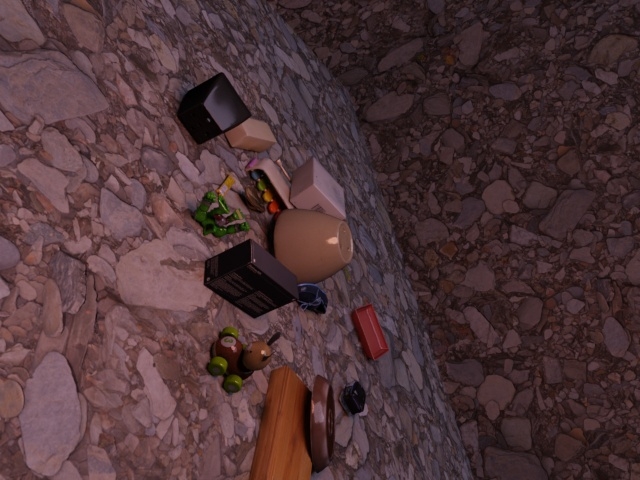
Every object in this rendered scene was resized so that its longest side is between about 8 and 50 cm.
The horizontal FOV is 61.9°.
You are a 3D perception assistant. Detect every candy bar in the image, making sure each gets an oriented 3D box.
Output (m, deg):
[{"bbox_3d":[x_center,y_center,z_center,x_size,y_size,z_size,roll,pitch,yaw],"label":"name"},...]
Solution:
[{"bbox_3d":[-0.347,-0.202,1.963,0.040,0.018,0.162,54,25,-20],"label":"candy bar"}]

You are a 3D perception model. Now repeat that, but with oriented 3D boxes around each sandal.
[{"bbox_3d":[-0.262,-0.152,2.082,0.180,0.048,0.072,52,27,-69],"label":"sandal"}]

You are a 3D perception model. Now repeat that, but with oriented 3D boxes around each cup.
[{"bbox_3d":[-0.007,0.019,2.134,0.331,0.236,0.332,-8,90,-66],"label":"cup"}]

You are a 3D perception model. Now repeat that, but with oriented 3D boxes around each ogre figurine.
[{"bbox_3d":[-0.332,-0.074,1.730,0.197,0.118,0.097,30,37,-59],"label":"ogre figurine"}]

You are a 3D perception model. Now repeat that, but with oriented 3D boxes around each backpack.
[{"bbox_3d":[0.128,0.627,2.141,0.105,0.084,0.114,59,26,-15],"label":"backpack"}]

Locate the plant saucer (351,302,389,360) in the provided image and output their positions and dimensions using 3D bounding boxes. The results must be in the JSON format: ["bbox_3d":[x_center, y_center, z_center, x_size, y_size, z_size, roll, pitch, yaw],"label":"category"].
[{"bbox_3d":[0.241,0.451,2.639,0.258,0.047,0.259,0,69,-67],"label":"plant saucer"}]

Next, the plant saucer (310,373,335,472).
[{"bbox_3d":[0.013,0.605,1.777,0.310,0.050,0.311,-3,90,-83],"label":"plant saucer"}]

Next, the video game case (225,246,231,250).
[{"bbox_3d":[-0.227,0.075,1.821,0.157,0.143,0.019,38,73,-51],"label":"video game case"}]

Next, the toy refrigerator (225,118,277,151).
[{"bbox_3d":[-0.297,-0.441,2.231,0.102,0.094,0.269,62,20,6],"label":"toy refrigerator"}]

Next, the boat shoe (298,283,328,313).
[{"bbox_3d":[-0.027,0.237,2.150,0.258,0.108,0.089,28,46,-55],"label":"boat shoe"}]

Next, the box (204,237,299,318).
[{"bbox_3d":[-0.215,0.127,1.708,0.261,0.184,0.103,45,30,-44],"label":"box"}]

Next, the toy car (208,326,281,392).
[{"bbox_3d":[-0.201,0.321,1.534,0.149,0.188,0.155,56,23,-24],"label":"toy car"}]

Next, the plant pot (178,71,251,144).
[{"bbox_3d":[-0.396,-0.453,1.909,0.188,0.188,0.167,56,37,-26],"label":"plant pot"}]

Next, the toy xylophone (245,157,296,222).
[{"bbox_3d":[-0.185,-0.218,2.273,0.323,0.081,0.236,62,22,-12],"label":"toy xylophone"}]

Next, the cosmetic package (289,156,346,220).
[{"bbox_3d":[-0.010,-0.200,2.330,0.224,0.138,0.225,44,25,-30],"label":"cosmetic package"}]

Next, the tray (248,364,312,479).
[{"bbox_3d":[-0.099,0.610,1.639,0.203,0.076,0.411,55,23,-28],"label":"tray"}]
